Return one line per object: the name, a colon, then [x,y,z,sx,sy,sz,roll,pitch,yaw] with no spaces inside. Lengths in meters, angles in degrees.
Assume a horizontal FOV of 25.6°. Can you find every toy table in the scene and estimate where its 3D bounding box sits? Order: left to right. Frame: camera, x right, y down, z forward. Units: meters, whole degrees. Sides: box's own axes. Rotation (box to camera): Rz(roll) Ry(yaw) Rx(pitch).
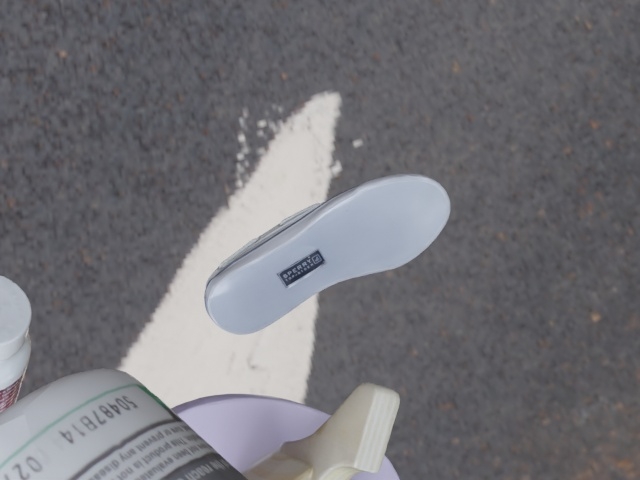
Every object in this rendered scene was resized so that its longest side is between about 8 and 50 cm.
toy table: [-0.018,0.235,1.199,0.274,0.161,0.252,6,91,-26]

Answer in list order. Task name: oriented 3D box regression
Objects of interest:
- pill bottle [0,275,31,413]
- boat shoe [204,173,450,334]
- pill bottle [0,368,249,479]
pill bottle: [-0.391,0.141,1.567,0.121,0.121,0.221,6,138,-21]
boat shoe: [0.000,0.000,1.380,0.258,0.084,0.095,-23,112,-3]
pill bottle: [-0.038,0.246,0.660,0.204,0.361,0.204,-46,166,-16]
